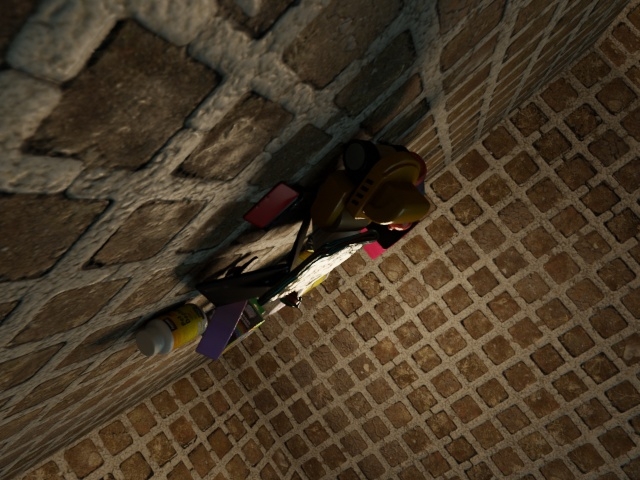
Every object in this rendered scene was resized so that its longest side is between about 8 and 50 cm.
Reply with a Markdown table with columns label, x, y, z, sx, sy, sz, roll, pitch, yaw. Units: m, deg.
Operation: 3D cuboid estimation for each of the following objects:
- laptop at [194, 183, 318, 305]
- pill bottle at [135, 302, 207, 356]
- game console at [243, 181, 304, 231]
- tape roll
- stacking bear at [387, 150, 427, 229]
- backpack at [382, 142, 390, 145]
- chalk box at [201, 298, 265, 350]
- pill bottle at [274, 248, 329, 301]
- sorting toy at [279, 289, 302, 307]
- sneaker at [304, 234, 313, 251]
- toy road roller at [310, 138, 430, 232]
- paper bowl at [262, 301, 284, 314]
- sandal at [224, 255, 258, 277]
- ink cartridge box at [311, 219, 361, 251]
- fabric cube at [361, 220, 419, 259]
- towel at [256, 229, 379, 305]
| label | x | y | z | sx | sy | sz | roll | pitch | yaw |
| --- | --- | --- | --- | --- | --- | --- | --- | --- | --- |
| laptop | -0.188 | 0.034 | 1.376 | 0.407 | 0.237 | 0.382 | -13 | 165 | -9 |
| pill bottle | -0.477 | 0.288 | 1.363 | 0.117 | 0.117 | 0.215 | -42 | 171 | 29 |
| game console | -0.121 | -0.102 | 1.111 | 0.144 | 0.085 | 0.124 | -40 | -157 | 17 |
| tape roll | -0.374 | 0.312 | 1.618 | 0.275 | 0.090 | 0.275 | -59 | -171 | 15 |
| stacking bear | 0.309 | -0.160 | 1.606 | 0.175 | 0.164 | 0.289 | -23 | 139 | -16 |
| backpack | 0.190 | -0.231 | 1.393 | 0.182 | 0.115 | 0.152 | -39 | 170 | -12 |
| chalk box | -0.396 | 0.374 | 1.977 | 0.288 | 0.180 | 0.179 | -29 | 168 | -40 |
| pill bottle | -0.114 | 0.167 | 2.020 | 0.188 | 0.188 | 0.334 | -44 | 170 | 36 |
| sorting toy | -0.090 | 0.185 | 1.361 | 0.042 | 0.061 | 0.102 | -62 | -169 | -23 |
| sneaker | 0.000 | 0.000 | 1.980 | 0.208 | 0.082 | 0.094 | -31 | 175 | -36 |
| toy road roller | 0.149 | -0.109 | 1.187 | 0.202 | 0.241 | 0.330 | -4 | 140 | -42 |
| paper bowl | -0.206 | 0.258 | 2.270 | 0.284 | 0.148 | 0.284 | -36 | 171 | -6 |
| sandal | -0.292 | 0.108 | 1.461 | 0.179 | 0.040 | 0.067 | -42 | 174 | -11 |
| ink cartridge box | 0.052 | -0.050 | 1.501 | 0.158 | 0.092 | 0.218 | -42 | -150 | 24 |
| fabric cube | 0.328 | -0.085 | 2.291 | 0.254 | 0.259 | 0.258 | -37 | 172 | -14 |
| towel | -0.009 | 0.089 | 1.330 | 0.271 | 0.040 | 0.370 | -16 | 161 | -49 |
